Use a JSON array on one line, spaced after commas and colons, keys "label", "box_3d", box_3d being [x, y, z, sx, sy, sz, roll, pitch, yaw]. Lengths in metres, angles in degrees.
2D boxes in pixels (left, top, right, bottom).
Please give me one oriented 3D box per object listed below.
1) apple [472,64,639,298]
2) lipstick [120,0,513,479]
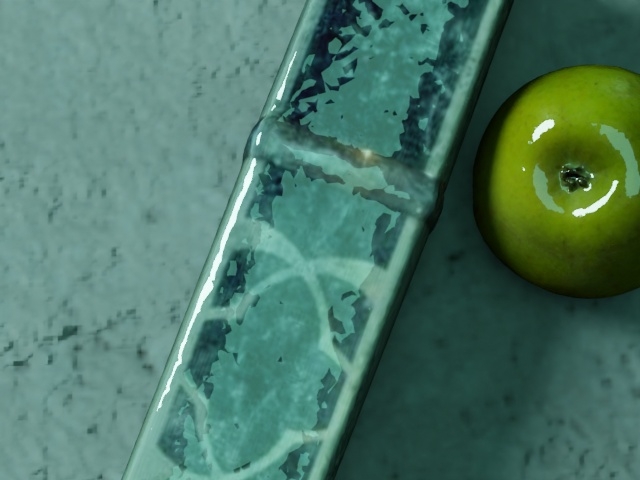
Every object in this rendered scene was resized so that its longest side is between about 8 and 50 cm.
[{"label": "apple", "box_3d": [0.100, -0.022, 0.559, 0.090, 0.074, 0.089, 1, 92, 19]}, {"label": "lipstick", "box_3d": [0.000, 0.000, 0.555, 0.078, 0.076, 0.289, 21, 85, 1]}]
